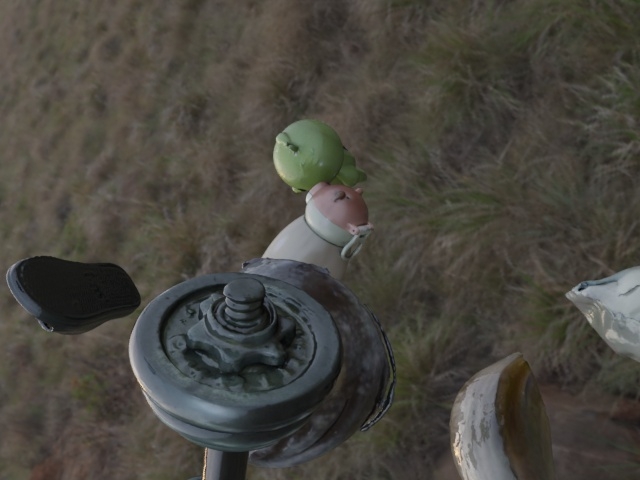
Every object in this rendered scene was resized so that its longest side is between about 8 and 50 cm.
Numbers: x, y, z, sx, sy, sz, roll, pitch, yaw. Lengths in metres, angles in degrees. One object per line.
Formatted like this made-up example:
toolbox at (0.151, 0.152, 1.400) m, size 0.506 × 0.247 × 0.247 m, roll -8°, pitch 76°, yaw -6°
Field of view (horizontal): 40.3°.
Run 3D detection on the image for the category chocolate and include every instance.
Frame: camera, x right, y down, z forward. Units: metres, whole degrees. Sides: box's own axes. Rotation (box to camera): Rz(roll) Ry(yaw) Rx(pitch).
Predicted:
chocolate at (-0.074, 0.195, 1.185) m, size 0.303 × 0.303 × 0.213 m, roll -43°, pitch -4°, yaw 38°

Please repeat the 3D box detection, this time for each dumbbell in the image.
dumbbell at (-0.088, 0.203, 0.795) m, size 0.179 × 0.179 × 0.406 m, roll -110°, pitch 25°, yaw -53°

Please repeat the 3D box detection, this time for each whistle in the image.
whistle at (0.001, -0.137, 1.672) m, size 0.141 × 0.294 × 0.141 m, roll -7°, pitch 70°, yaw 19°

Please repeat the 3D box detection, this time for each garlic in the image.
garlic at (0.190, 0.217, 0.909) m, size 0.087 × 0.101 × 0.196 m, roll 130°, pitch 133°, yaw -61°

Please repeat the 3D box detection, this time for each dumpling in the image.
dumpling at (0.364, 0.092, 0.954) m, size 0.188 × 0.127 × 0.108 m, roll 6°, pitch 53°, yaw 25°

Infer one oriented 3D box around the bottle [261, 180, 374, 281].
bottle at (0.000, 0.000, 1.579) m, size 0.236 × 0.147 × 0.147 m, roll -56°, pitch 29°, yaw 23°

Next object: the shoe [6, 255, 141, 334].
shoe at (-0.357, 0.089, 1.234) m, size 0.093 × 0.241 × 0.108 m, roll -36°, pitch 75°, yaw 19°
